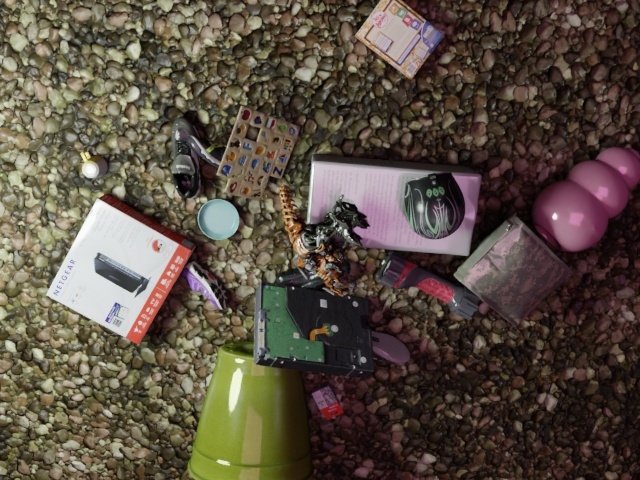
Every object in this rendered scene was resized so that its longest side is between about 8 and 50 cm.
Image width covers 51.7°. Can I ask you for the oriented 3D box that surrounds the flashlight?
[{"bbox_3d":[0.317,0.140,1.931,0.304,0.103,0.103,27,101,-7],"label":"flashlight"}]

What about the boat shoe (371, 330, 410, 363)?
[{"bbox_3d":[0.164,0.320,1.997,0.219,0.078,0.070,24,137,-10],"label":"boat shoe"}]

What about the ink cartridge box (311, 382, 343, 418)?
[{"bbox_3d":[0.023,0.506,2.059,0.062,0.029,0.115,-24,103,5],"label":"ink cartridge box"}]

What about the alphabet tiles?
[{"bbox_3d":[-0.174,-0.229,1.818,0.198,0.009,0.237,13,105,-38],"label":"alphabet tiles"}]

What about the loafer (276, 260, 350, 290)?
[{"bbox_3d":[-0.016,0.112,1.936,0.223,0.076,0.078,-14,110,8],"label":"loafer"}]

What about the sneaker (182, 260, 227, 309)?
[{"bbox_3d":[-0.340,0.137,1.950,0.071,0.068,0.170,-35,99,28],"label":"sneaker"}]

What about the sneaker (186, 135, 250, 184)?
[{"bbox_3d":[-0.260,-0.241,1.815,0.234,0.084,0.097,33,91,-40],"label":"sneaker"}]

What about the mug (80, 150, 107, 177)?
[{"bbox_3d":[-0.642,-0.206,1.845,0.078,0.064,0.062,30,103,-8],"label":"mug"}]

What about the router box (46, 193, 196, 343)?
[{"bbox_3d":[-0.574,0.085,1.912,0.301,0.082,0.335,30,102,-8],"label":"router box"}]

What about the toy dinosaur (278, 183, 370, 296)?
[{"bbox_3d":[0.000,0.000,1.708,0.218,0.164,0.322,-30,127,24],"label":"toy dinosaur"}]

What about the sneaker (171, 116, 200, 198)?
[{"bbox_3d":[-0.372,-0.221,1.823,0.078,0.106,0.234,-1,105,-1],"label":"sneaker"}]

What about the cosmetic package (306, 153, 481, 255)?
[{"bbox_3d":[0.192,-0.103,1.834,0.453,0.161,0.230,5,105,-2],"label":"cosmetic package"}]

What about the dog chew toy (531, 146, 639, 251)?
[{"bbox_3d":[0.746,-0.126,1.827,0.332,0.206,0.206,-45,101,2],"label":"dog chew toy"}]

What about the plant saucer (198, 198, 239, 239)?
[{"bbox_3d":[-0.293,-0.062,1.910,0.119,0.021,0.119,0,105,0],"label":"plant saucer"}]

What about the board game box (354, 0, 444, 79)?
[{"bbox_3d":[0.212,-0.551,1.778,0.193,0.045,0.147,36,102,-9],"label":"board game box"}]

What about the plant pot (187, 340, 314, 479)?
[{"bbox_3d":[-0.188,0.484,1.913,0.366,0.366,0.353,4,92,-2],"label":"plant pot"}]

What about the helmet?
[{"bbox_3d":[0.291,-0.083,1.684,0.169,0.169,0.162,-11,87,2],"label":"helmet"}]

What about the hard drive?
[{"bbox_3d":[-0.018,0.253,1.860,0.338,0.237,0.064,11,143,-20],"label":"hard drive"}]

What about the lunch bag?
[{"bbox_3d":[0.520,0.071,1.843,0.235,0.169,0.287,-46,129,10],"label":"lunch bag"}]
